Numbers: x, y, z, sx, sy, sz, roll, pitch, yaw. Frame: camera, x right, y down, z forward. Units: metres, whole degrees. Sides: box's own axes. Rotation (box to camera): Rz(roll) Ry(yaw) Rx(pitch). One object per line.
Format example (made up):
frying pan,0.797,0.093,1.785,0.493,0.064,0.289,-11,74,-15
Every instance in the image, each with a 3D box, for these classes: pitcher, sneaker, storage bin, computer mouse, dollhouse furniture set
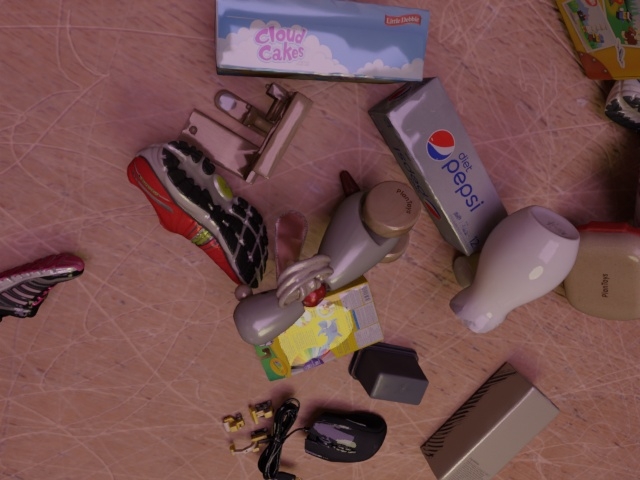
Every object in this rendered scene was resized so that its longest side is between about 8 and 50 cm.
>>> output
pitcher,0.328,0.044,0.734,0.178,0.125,0.207,-15,141,-40
sneaker,-0.429,0.074,0.671,0.170,0.063,0.074,-18,111,-2
storage bin,0.131,0.262,0.848,0.135,0.091,0.098,15,104,-16
computer mouse,0.011,0.418,0.871,0.262,0.060,0.184,21,98,-25
dollhouse furniture set,-0.112,-0.162,0.618,0.123,0.151,0.144,29,97,-20
sneaker,0.629,-0.235,0.796,0.275,0.107,0.110,22,85,-24
sneaker,-0.178,-0.032,0.684,0.118,0.107,0.279,-8,131,30

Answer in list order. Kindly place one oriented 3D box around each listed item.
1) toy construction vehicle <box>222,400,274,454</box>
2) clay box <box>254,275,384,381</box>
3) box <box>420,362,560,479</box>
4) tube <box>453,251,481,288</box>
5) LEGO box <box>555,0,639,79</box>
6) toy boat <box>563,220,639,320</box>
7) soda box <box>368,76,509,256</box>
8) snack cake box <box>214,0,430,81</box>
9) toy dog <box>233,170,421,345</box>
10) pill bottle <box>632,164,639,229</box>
toy construction vehicle,-0.131,0.359,0.848,0.098,0.035,0.085,-13,110,-9
clay box,-0.008,0.155,0.800,0.222,0.053,0.127,-19,111,-5
box,0.354,0.402,0.944,0.113,0.094,0.275,42,94,-22
tube,0.372,0.038,0.850,0.240,0.062,0.070,-10,154,-16
LEGO box,0.487,-0.546,0.607,0.372,0.193,0.500,-39,112,1
toy boat,0.556,0.042,0.859,0.151,0.151,0.231,-52,131,-35
soda box,0.200,-0.118,0.736,0.098,0.091,0.286,-37,112,0
snack cake box,-0.008,-0.265,0.606,0.264,0.152,0.089,-1,108,-13
toy dog,0.000,0.000,0.686,0.334,0.161,0.220,-26,156,-35
pill bottle,0.654,-0.046,0.795,0.160,0.160,0.283,-35,133,0
